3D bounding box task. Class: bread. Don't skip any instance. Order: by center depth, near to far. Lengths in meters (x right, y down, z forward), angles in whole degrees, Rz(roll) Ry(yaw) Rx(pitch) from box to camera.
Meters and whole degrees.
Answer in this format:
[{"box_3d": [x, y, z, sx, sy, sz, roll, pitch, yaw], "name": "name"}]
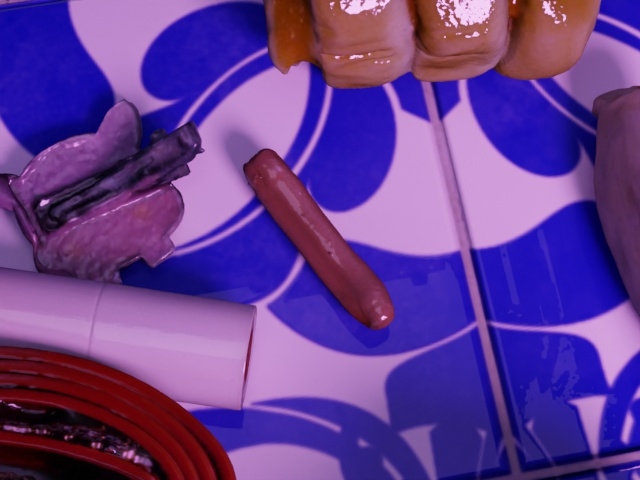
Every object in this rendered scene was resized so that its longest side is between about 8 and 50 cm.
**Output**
[{"box_3d": [0.111, -0.287, 1.207, 0.341, 0.210, 0.300, 2, 74, -3], "name": "bread"}]

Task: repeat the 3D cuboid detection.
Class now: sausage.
[{"box_3d": [0.000, 0.000, 1.190, 0.043, 0.043, 0.186, -35, 76, -13], "name": "sausage"}]

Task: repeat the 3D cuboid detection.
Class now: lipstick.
[{"box_3d": [-0.218, 0.070, 1.133, 0.327, 0.087, 0.087, 9, 71, 0], "name": "lipstick"}]

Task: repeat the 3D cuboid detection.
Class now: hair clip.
[{"box_3d": [-0.178, -0.038, 1.196, 0.187, 0.056, 0.146, -33, 77, -3], "name": "hair clip"}]

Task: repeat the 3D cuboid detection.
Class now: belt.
[{"box_3d": [-0.202, 0.208, 1.044, 0.324, 0.115, 0.227, 17, 53, 4], "name": "belt"}]

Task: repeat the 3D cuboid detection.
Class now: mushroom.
[{"box_3d": [0.304, 0.025, 1.166, 0.109, 0.097, 0.351, -34, 65, 30], "name": "mushroom"}]
